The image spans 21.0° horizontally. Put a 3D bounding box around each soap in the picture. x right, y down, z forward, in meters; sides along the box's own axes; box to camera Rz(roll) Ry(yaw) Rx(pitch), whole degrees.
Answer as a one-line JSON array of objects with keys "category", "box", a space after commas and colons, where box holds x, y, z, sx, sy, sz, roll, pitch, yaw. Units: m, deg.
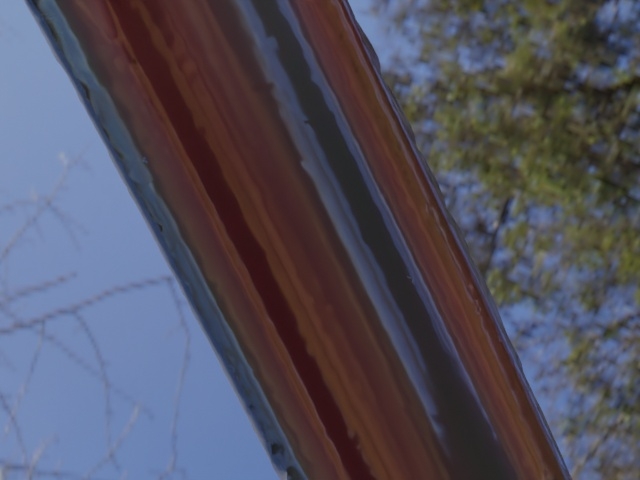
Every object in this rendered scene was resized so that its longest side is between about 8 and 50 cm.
[{"category": "soap", "box": [0.000, 0.000, 0.435, 0.065, 0.203, 0.122, -26, -164, 3]}]
